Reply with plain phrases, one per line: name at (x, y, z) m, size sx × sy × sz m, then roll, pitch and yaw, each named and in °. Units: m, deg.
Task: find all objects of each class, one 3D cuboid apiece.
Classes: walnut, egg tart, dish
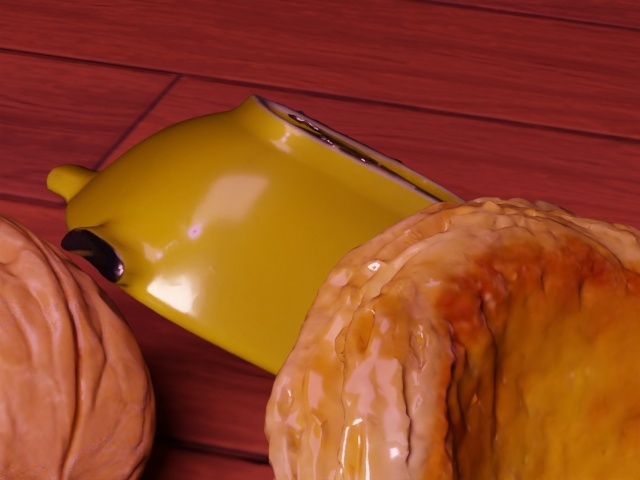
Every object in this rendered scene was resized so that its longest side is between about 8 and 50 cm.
walnut at (-0.167, 0.067, 0.866) m, size 0.165 × 0.165 × 0.197 m, roll -9°, pitch 32°, yaw -24°
egg tart at (0.093, 0.133, 0.722) m, size 0.319 × 0.319 × 0.128 m, roll -25°, pitch -4°, yaw -44°
dish at (0.000, 0.000, 0.949) m, size 0.262 × 0.108 × 0.221 m, roll 27°, pitch 7°, yaw -17°
